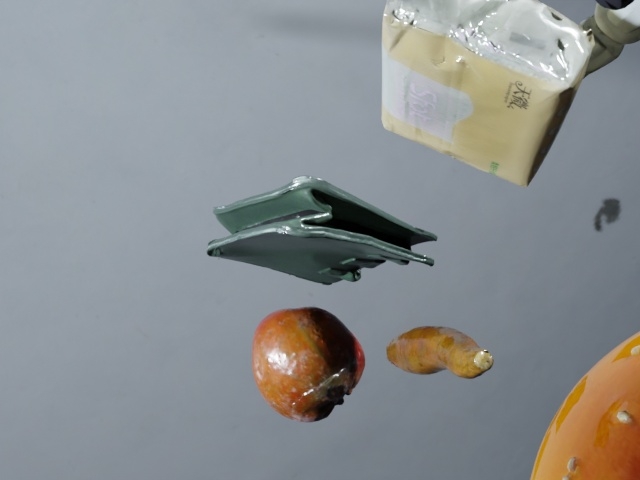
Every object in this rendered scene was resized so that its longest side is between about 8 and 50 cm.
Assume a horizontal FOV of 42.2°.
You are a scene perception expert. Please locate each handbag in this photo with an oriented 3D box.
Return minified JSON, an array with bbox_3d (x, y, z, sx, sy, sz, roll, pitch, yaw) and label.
[{"bbox_3d":[0.000,-0.002,1.175,0.260,0.247,0.079,16,73,-35],"label":"handbag"}]

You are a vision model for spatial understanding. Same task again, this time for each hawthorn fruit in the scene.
[{"bbox_3d":[-0.024,0.180,1.236,0.172,0.173,0.173,-10,117,-21],"label":"hawthorn fruit"}]

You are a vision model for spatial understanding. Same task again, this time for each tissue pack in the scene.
[{"bbox_3d":[0.146,-0.153,0.790,0.090,0.186,0.222,-61,169,-14],"label":"tissue pack"}]

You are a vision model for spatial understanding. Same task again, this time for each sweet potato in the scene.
[{"bbox_3d":[0.123,0.119,0.901,0.057,0.264,0.057,2,81,-14],"label":"sweet potato"}]

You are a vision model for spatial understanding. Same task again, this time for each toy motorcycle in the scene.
[{"bbox_3d":[0.307,-0.236,0.763,0.074,0.151,0.229,44,126,-1],"label":"toy motorcycle"}]

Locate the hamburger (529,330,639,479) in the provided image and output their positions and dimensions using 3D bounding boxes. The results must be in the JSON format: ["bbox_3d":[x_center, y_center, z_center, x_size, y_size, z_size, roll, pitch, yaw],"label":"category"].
[{"bbox_3d":[0.198,0.124,0.352,0.170,0.246,0.246,33,97,-38],"label":"hamburger"}]

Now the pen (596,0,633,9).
[{"bbox_3d":[0.215,-0.210,0.389,0.269,0.033,0.033,-47,124,-8],"label":"pen"}]
